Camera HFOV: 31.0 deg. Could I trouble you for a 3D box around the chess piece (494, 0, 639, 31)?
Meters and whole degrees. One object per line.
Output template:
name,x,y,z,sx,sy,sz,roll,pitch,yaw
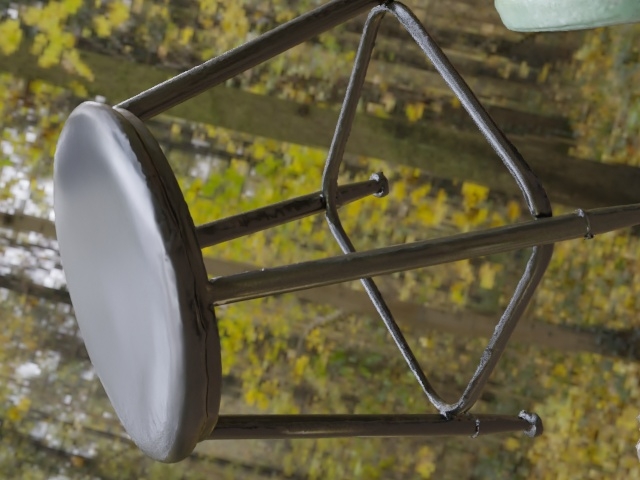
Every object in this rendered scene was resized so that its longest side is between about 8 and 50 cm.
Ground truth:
chess piece,0.166,-0.282,0.652,0.194,0.194,0.299,-59,-43,-69

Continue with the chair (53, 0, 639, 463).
chair,0.000,0.000,1.039,0.365,0.410,0.362,60,151,31

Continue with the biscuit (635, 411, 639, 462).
biscuit,0.245,0.118,0.710,0.290,0.038,0.141,122,138,-87
